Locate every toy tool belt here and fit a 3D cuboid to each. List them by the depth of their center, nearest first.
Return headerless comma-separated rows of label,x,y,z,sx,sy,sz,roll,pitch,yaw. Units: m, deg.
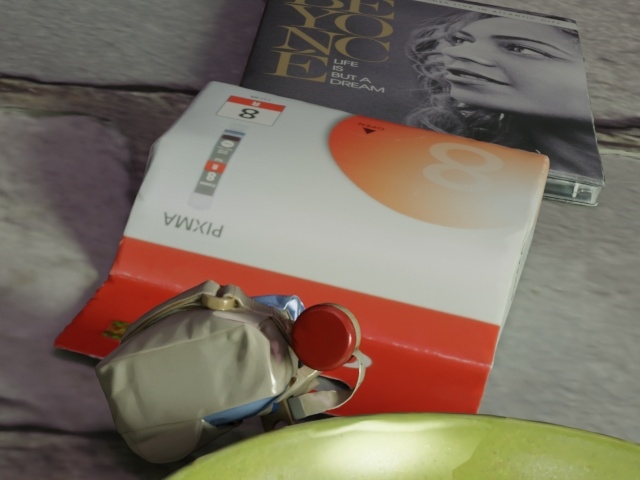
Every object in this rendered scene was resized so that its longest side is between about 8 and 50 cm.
toy tool belt,-0.022,0.036,0.538,0.083,0.052,0.051,-19,-3,17

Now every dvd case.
dvd case,0.048,-0.081,0.861,0.165,0.018,0.221,10,25,0

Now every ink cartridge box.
ink cartridge box,0.000,0.000,0.644,0.145,0.045,0.179,13,23,8

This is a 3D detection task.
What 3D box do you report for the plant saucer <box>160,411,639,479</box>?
plant saucer,0.057,0.119,0.423,0.241,0.037,0.241,8,25,-4
